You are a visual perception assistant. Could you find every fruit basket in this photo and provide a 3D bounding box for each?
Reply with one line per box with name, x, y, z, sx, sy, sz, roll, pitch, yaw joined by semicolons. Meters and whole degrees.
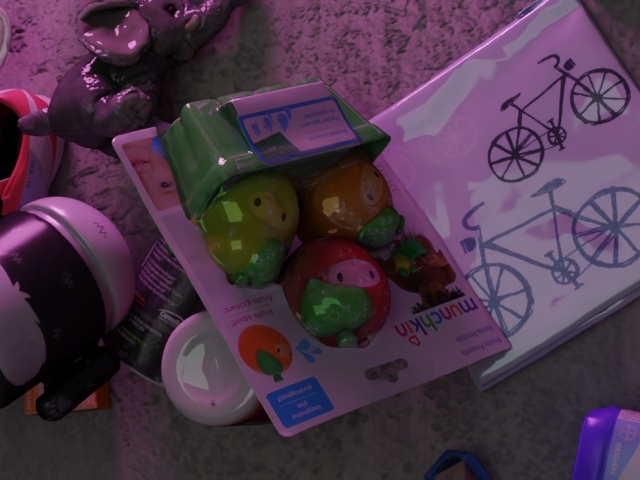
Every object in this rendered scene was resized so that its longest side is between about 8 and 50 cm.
fruit basket;0.000;0.000;1.610;0.353;0.327;0.165;55;136;22

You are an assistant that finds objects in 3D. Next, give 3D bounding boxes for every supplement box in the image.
supplement box;-0.303;0.174;1.883;0.098;0.036;0.062;-8;82;20

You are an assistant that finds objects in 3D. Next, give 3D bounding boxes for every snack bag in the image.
snack bag;0.219;-0.060;1.709;0.323;0.037;0.342;-35;72;14

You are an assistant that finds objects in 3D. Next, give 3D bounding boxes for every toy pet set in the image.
toy pet set;0.159;0.287;1.701;0.122;0.065;0.114;-31;110;18

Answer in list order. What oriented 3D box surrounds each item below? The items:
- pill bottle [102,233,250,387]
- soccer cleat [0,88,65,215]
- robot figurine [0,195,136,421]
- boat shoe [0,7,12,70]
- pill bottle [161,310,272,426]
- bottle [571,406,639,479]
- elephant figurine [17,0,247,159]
pill bottle;-0.133;0.039;1.780;0.130;0.130;0.245;34;98;20
soccer cleat;-0.372;-0.022;1.882;0.109;0.116;0.318;2;86;21
robot figurine;-0.327;0.069;1.679;0.173;0.278;0.209;21;135;40
boat shoe;-0.486;-0.170;1.943;0.116;0.099;0.319;39;102;-6
pill bottle;-0.072;0.138;1.701;0.121;0.221;0.121;-2;85;21
bottle;0.397;0.247;1.585;0.283;0.092;0.118;11;88;21
elephant figurine;-0.210;-0.219;1.837;0.169;0.186;0.239;-6;69;56
